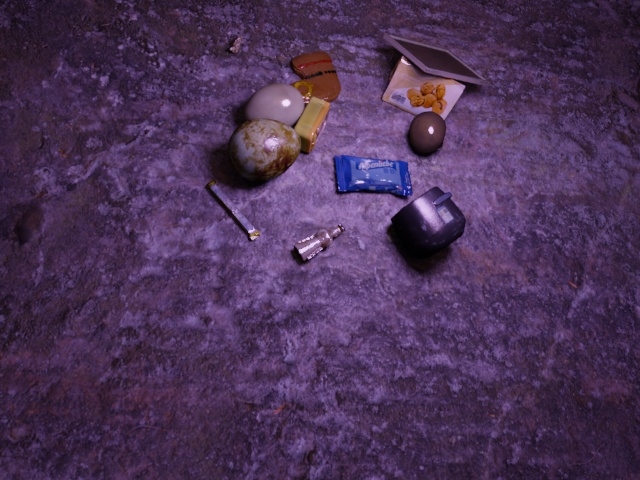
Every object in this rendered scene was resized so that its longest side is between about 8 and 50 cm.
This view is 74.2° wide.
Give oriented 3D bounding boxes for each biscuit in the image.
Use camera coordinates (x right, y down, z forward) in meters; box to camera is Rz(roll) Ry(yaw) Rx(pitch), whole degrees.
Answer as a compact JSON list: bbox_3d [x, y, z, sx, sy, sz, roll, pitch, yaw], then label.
[{"bbox_3d":[-0.340,-0.122,1.644,0.048,0.026,0.292,-38,83,-25],"label":"biscuit"},{"bbox_3d":[-0.048,-0.731,1.901,0.262,0.052,0.277,-11,74,-15],"label":"biscuit"}]

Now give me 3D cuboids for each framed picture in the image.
[{"bbox_3d":[0.532,-0.817,1.920,0.445,0.028,0.326,-6,49,-35],"label":"framed picture"}]

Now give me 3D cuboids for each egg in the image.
[{"bbox_3d":[-0.189,-0.540,1.732,0.253,0.188,0.189,-21,76,-9],"label":"egg"},{"bbox_3d":[-0.214,-0.352,1.637,0.289,0.238,0.238,-19,76,-25],"label":"egg"}]

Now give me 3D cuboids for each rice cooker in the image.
[{"bbox_3d":[0.430,-0.066,1.666,0.267,0.267,0.225,-32,81,-20],"label":"rice cooker"}]

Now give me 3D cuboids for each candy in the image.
[{"bbox_3d":[0.225,-0.275,1.789,0.330,0.077,0.187,3,64,-11],"label":"candy"}]

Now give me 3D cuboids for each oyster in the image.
[{"bbox_3d":[-0.368,-0.868,1.877,0.038,0.081,0.083,42,102,-19],"label":"oyster"}]

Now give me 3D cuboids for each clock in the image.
[{"bbox_3d":[-0.037,-0.481,1.767,0.096,0.143,0.202,22,69,4],"label":"clock"}]

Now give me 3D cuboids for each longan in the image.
[{"bbox_3d":[0.472,-0.475,1.860,0.189,0.189,0.189,4,71,-10],"label":"longan"}]

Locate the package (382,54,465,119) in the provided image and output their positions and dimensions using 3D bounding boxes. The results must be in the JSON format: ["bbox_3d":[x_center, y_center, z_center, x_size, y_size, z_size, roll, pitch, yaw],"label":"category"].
[{"bbox_3d":[0.470,-0.708,1.941,0.311,0.221,0.165,22,48,-4],"label":"package"}]

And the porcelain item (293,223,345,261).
[{"bbox_3d":[0.000,0.000,1.656,0.213,0.054,0.084,-31,82,-19],"label":"porcelain item"}]
